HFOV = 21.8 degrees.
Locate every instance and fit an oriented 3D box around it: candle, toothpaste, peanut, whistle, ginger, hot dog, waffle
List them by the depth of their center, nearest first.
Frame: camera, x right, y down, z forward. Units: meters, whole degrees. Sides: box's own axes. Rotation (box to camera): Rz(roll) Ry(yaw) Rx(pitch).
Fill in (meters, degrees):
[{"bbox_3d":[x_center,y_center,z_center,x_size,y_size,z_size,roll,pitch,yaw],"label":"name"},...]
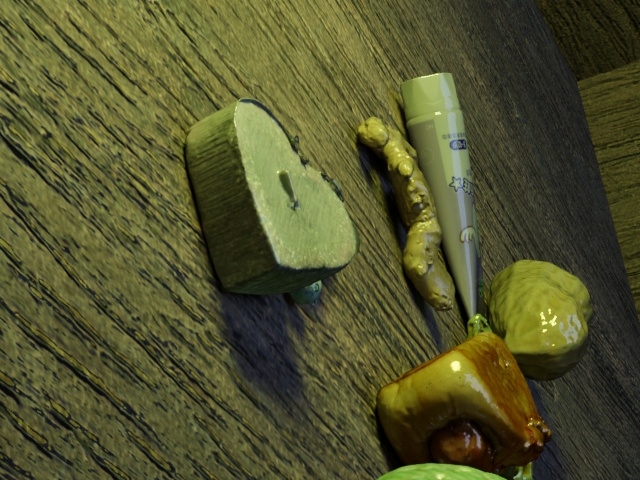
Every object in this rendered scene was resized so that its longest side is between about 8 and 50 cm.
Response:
[{"bbox_3d":[-0.045,-0.022,1.479,0.192,0.068,0.168,49,32,-27],"label":"candle"},{"bbox_3d":[-0.027,0.024,1.584,0.100,0.035,0.035,60,19,-29],"label":"whistle"},{"bbox_3d":[0.160,0.195,1.813,0.153,0.150,0.256,63,15,5],"label":"hot dog"},{"bbox_3d":[0.118,-0.039,2.082,0.259,0.065,0.149,66,14,-8],"label":"ginger"},{"bbox_3d":[0.234,0.221,2.171,0.214,0.054,0.208,-91,159,-55],"label":"waffle"},{"bbox_3d":[0.182,-0.043,2.303,0.125,0.080,0.371,-3,82,-78],"label":"toothpaste"},{"bbox_3d":[0.306,0.110,2.332,0.313,0.152,0.152,-54,124,-80],"label":"peanut"}]

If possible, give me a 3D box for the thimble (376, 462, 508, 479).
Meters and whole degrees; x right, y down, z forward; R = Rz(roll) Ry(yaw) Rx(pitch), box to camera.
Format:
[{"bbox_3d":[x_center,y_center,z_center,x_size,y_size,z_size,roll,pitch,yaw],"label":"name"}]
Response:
[{"bbox_3d":[0.105,0.298,1.410,0.150,0.219,0.219,-71,139,-68],"label":"thimble"}]
